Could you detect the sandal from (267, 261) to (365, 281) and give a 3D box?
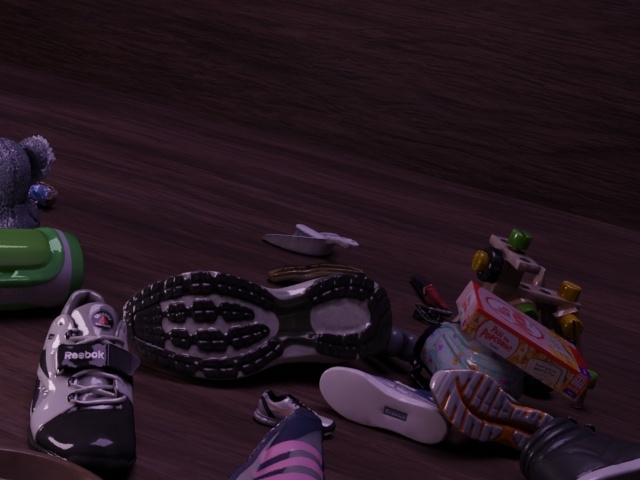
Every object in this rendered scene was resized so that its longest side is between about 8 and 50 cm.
[{"bbox_3d":[-0.007,0.071,2.114,0.180,0.049,0.072,-4,10,-2],"label":"sandal"}]

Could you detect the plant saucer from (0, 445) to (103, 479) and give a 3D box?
[{"bbox_3d":[-0.322,0.273,1.094,0.278,0.041,0.278,11,15,-3],"label":"plant saucer"}]

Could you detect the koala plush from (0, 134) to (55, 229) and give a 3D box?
[{"bbox_3d":[-0.525,-0.066,1.861,0.196,0.221,0.203,-1,19,-41],"label":"koala plush"}]

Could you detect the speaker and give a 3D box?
[{"bbox_3d":[-0.504,0.041,1.667,0.297,0.131,0.131,1,18,-37],"label":"speaker"}]

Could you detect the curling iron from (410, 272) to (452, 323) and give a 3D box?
[{"bbox_3d":[0.198,0.102,2.165,0.068,0.035,0.274,11,15,-5],"label":"curling iron"}]

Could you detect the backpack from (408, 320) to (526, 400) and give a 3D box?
[{"bbox_3d":[0.227,0.192,1.692,0.152,0.115,0.182,10,17,-17],"label":"backpack"}]

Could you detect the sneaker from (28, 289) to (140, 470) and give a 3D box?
[{"bbox_3d":[-0.284,0.156,1.372,0.123,0.146,0.330,7,16,-22],"label":"sneaker"}]

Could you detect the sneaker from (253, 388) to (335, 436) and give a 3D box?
[{"bbox_3d":[-0.032,0.227,1.494,0.109,0.043,0.040,14,13,3],"label":"sneaker"}]

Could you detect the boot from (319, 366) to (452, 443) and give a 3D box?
[{"bbox_3d":[0.094,0.223,1.581,0.190,0.069,0.086,24,12,13],"label":"boot"}]

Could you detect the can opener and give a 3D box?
[{"bbox_3d":[0.061,0.121,1.867,0.074,0.093,0.280,17,7,-34],"label":"can opener"}]

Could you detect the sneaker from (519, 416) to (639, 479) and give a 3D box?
[{"bbox_3d":[0.388,0.282,1.487,0.296,0.104,0.147,-3,25,-32],"label":"sneaker"}]

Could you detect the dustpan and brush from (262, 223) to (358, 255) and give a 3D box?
[{"bbox_3d":[0.000,0.000,2.344,0.147,0.060,0.211,-2,20,-43],"label":"dustpan and brush"}]

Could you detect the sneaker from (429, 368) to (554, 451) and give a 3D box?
[{"bbox_3d":[0.224,0.233,1.555,0.215,0.084,0.083,33,-7,-28],"label":"sneaker"}]

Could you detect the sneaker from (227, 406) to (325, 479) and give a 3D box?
[{"bbox_3d":[-0.032,0.282,1.210,0.131,0.112,0.319,31,20,7],"label":"sneaker"}]

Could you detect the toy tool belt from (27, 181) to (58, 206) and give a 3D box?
[{"bbox_3d":[-0.568,-0.092,2.268,0.083,0.052,0.051,12,6,3],"label":"toy tool belt"}]

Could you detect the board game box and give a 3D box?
[{"bbox_3d":[0.291,0.144,1.654,0.193,0.045,0.147,32,13,-5],"label":"board game box"}]

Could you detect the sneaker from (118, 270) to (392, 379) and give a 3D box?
[{"bbox_3d":[-0.106,0.137,1.695,0.410,0.158,0.182,3,-14,-25],"label":"sneaker"}]

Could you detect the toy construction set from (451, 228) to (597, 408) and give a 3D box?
[{"bbox_3d":[0.348,0.094,1.911,0.258,0.237,0.309,14,14,9],"label":"toy construction set"}]
